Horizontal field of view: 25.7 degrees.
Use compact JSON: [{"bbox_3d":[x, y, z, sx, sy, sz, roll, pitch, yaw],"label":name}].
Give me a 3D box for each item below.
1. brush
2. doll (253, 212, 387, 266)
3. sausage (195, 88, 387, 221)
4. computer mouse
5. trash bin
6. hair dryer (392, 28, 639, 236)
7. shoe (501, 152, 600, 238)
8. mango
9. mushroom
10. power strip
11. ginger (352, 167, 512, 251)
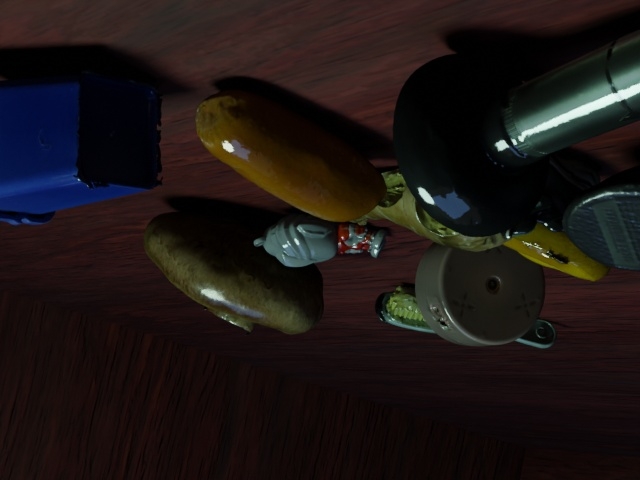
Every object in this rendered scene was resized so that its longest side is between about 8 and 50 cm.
[{"bbox_3d":[0.236,0.115,2.219,0.297,0.068,0.060,10,146,-6],"label":"brush"},{"bbox_3d":[0.000,0.000,1.892,0.180,0.079,0.094,1,157,-4],"label":"doll"},{"bbox_3d":[-0.029,-0.086,1.477,0.238,0.098,0.098,27,162,-37],"label":"sausage"},{"bbox_3d":[0.365,-0.033,1.331,0.264,0.088,0.147,6,149,27],"label":"computer mouse"},{"bbox_3d":[-0.297,-0.104,1.484,0.234,0.162,0.184,-3,174,38],"label":"trash bin"},{"bbox_3d":[0.266,-0.072,1.128,0.320,0.156,0.284,-12,143,45],"label":"hair dryer"},{"bbox_3d":[0.204,-0.046,1.402,0.169,0.099,0.071,21,168,-32],"label":"shoe"},{"bbox_3d":[0.262,-0.002,1.633,0.187,0.066,0.101,16,176,7],"label":"mango"},{"bbox_3d":[-0.115,0.041,1.990,0.278,0.146,0.278,22,-167,-5],"label":"mushroom"},{"bbox_3d":[0.197,0.059,1.749,0.154,0.154,0.078,17,171,-19],"label":"power strip"},{"bbox_3d":[0.108,-0.040,1.597,0.131,0.086,0.294,9,179,-31],"label":"ginger"}]
